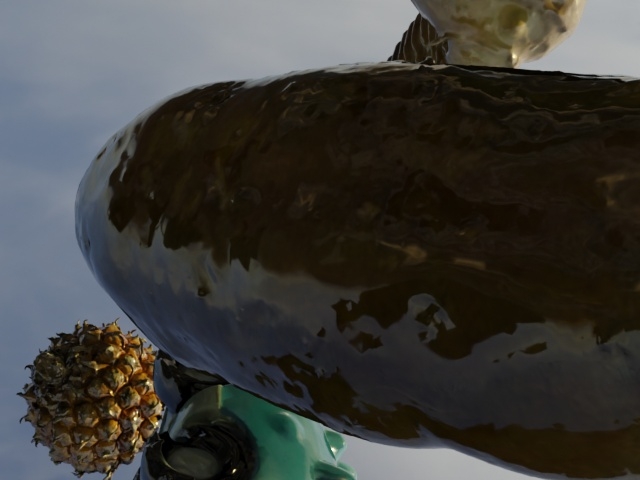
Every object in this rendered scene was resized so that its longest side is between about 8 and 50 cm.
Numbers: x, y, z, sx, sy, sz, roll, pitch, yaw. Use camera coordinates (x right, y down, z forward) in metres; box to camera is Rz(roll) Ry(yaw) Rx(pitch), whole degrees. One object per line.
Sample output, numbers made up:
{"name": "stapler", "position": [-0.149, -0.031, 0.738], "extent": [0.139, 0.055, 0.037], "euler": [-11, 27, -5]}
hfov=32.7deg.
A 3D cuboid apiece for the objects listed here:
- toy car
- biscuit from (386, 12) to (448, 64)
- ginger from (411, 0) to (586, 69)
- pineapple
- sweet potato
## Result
{"name": "toy car", "position": [-0.059, 0.206, 0.881], "extent": [0.190, 0.188, 0.255], "euler": [9, -155, -10]}
{"name": "biscuit", "position": [0.079, -0.093, 0.891], "extent": [0.031, 0.228, 0.176], "euler": [13, 174, -24]}
{"name": "ginger", "position": [0.144, -0.235, 0.765], "extent": [0.138, 0.267, 0.152], "euler": [22, -165, -21]}
{"name": "pineapple", "position": [-0.265, 0.156, 1.199], "extent": [0.161, 0.137, 0.176], "euler": [18, -110, 35]}
{"name": "sweet potato", "position": [0.000, 0.000, 0.461], "extent": [0.370, 0.158, 0.158], "euler": [5, -156, 37]}
